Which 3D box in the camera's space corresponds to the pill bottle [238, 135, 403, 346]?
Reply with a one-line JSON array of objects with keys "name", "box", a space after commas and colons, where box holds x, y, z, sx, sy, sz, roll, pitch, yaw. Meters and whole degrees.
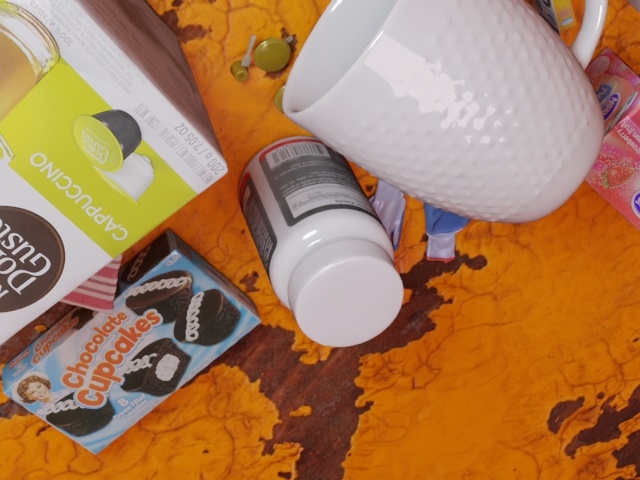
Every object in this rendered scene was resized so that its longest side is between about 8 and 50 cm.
[{"name": "pill bottle", "box": [0.000, 0.000, 1.621, 0.161, 0.283, 0.161, -9, 126, -12]}]

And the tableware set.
[{"name": "tableware set", "box": [-0.039, -0.211, 1.629, 0.154, 0.024, 0.104, 8, 123, -24]}]

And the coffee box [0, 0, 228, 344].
[{"name": "coffee box", "box": [-0.352, -0.161, 1.360, 0.334, 0.338, 0.337, -36, 126, 8]}]

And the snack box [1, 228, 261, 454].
[{"name": "snack box", "box": [-0.265, 0.147, 1.776, 0.322, 0.060, 0.187, -39, 125, 11]}]

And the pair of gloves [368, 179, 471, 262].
[{"name": "pair of gloves", "box": [0.134, -0.033, 1.807, 0.198, 0.023, 0.159, -1, 123, -18]}]

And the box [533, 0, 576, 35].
[{"name": "box", "box": [0.289, -0.328, 1.617, 0.028, 0.081, 0.136, -27, 128, 0]}]

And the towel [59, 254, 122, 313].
[{"name": "towel", "box": [-0.323, 0.000, 1.644, 0.144, 0.029, 0.197, 17, 123, 2]}]

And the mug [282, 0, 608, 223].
[{"name": "mug", "box": [0.192, -0.214, 1.516, 0.328, 0.276, 0.374, 33, 94, -19]}]

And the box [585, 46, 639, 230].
[{"name": "box", "box": [0.460, -0.110, 1.785, 0.154, 0.142, 0.300, -44, 125, 14]}]

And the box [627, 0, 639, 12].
[{"name": "box", "box": [0.566, -0.416, 1.593, 0.345, 0.168, 0.215, -17, 127, -6]}]
